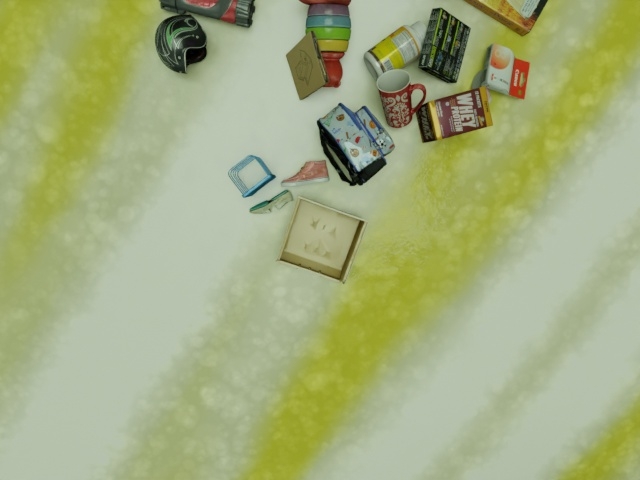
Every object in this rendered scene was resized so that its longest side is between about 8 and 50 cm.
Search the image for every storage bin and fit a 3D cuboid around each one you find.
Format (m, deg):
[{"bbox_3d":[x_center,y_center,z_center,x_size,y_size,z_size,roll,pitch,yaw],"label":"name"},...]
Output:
[{"bbox_3d":[0.000,0.000,1.628,0.262,0.123,0.261,19,98,-5],"label":"storage bin"}]

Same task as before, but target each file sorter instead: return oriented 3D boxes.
[{"bbox_3d":[-0.238,-0.225,1.558,0.118,0.170,0.104,-37,97,4],"label":"file sorter"}]

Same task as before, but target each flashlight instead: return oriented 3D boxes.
[{"bbox_3d":[-0.373,-0.794,1.491,0.303,0.103,0.103,15,73,-3],"label":"flashlight"}]

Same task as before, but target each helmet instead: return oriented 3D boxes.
[{"bbox_3d":[-0.461,-0.644,1.482,0.161,0.169,0.169,-36,100,-12],"label":"helmet"}]

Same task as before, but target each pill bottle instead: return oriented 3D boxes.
[{"bbox_3d":[0.262,-0.643,1.527,0.215,0.117,0.117,-34,99,4],"label":"pill bottle"}]

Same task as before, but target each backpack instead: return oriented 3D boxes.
[{"bbox_3d":[0.113,-0.334,1.514,0.213,0.276,0.263,-43,92,1],"label":"backpack"}]

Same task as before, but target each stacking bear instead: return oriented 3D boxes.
[{"bbox_3d":[0.022,-0.660,1.500,0.175,0.164,0.289,14,114,28],"label":"stacking bear"}]

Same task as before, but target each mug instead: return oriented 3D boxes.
[{"bbox_3d":[0.270,-0.464,1.515,0.150,0.169,0.113,34,72,32],"label":"mug"}]

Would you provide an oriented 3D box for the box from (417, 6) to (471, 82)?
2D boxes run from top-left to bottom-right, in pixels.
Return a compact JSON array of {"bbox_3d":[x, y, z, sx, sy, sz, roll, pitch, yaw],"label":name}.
[{"bbox_3d":[0.420,-0.651,1.519,0.184,0.045,0.191,4,103,-39],"label":"box"}]

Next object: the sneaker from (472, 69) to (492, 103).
[{"bbox_3d":[0.576,-0.530,1.597,0.070,0.051,0.134,16,78,-37],"label":"sneaker"}]

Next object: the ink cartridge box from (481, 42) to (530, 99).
[{"bbox_3d":[0.653,-0.583,1.562,0.179,0.045,0.146,12,85,-11],"label":"ink cartridge box"}]

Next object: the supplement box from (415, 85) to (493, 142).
[{"bbox_3d":[0.447,-0.423,1.533,0.191,0.194,0.129,-15,100,1],"label":"supplement box"}]

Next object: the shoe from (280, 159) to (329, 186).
[{"bbox_3d":[-0.059,-0.241,1.617,0.177,0.063,0.081,-9,99,-6],"label":"shoe"}]

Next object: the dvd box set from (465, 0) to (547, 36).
[{"bbox_3d":[0.600,-0.940,1.515,0.420,0.062,0.308,28,98,-6],"label":"dvd box set"}]

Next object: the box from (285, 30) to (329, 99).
[{"bbox_3d":[-0.046,-0.574,1.493,0.021,0.201,0.165,-22,100,-24],"label":"box"}]

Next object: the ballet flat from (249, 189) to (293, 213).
[{"bbox_3d":[-0.177,-0.126,1.636,0.168,0.057,0.052,-26,109,3],"label":"ballet flat"}]
